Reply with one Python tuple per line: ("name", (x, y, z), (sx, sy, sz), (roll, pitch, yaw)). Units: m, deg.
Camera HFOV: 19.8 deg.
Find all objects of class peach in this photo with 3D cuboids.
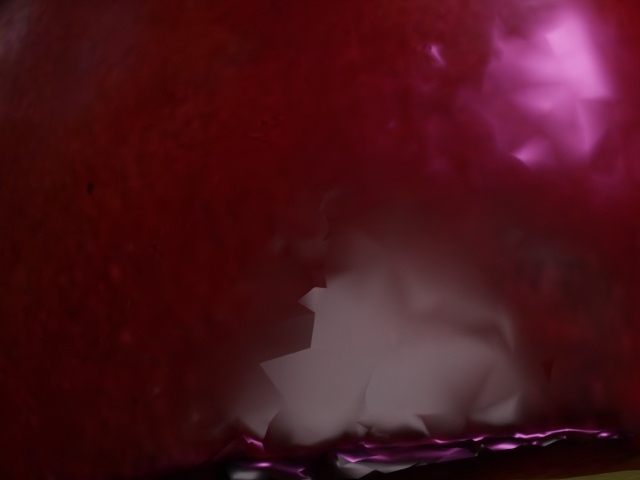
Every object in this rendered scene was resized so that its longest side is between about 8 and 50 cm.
("peach", (0.000, 0.000, 0.541), (0.258, 0.201, 0.362), (14, 156, -42))
